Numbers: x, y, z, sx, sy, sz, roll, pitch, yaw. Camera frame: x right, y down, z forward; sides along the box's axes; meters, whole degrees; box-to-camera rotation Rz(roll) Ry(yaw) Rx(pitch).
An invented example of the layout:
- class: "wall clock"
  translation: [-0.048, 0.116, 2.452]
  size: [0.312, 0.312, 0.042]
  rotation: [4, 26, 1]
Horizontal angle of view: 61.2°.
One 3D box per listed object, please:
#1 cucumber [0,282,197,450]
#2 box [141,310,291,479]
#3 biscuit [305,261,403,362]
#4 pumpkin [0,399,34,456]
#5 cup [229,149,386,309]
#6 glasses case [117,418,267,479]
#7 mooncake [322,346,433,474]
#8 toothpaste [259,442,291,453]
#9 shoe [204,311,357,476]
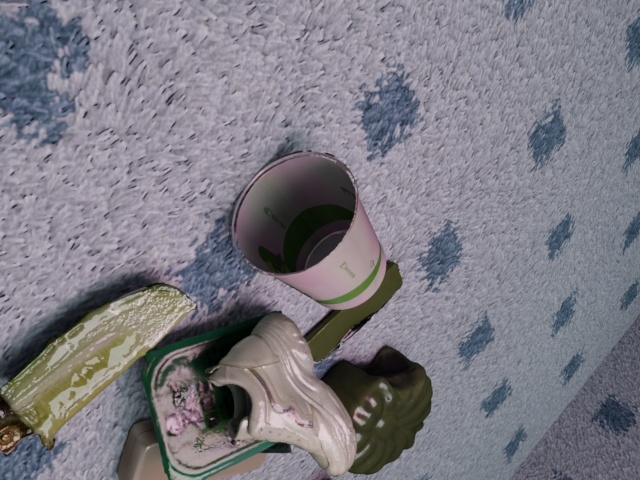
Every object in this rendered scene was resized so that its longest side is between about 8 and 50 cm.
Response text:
- class: "cucumber"
  translation: [-0.370, 0.183, 0.923]
  size: [0.325, 0.105, 0.145]
  rotation: [-41, 107, -16]
- class: "box"
  translation: [-0.191, 0.306, 1.099]
  size: [0.337, 0.106, 0.264]
  rotation: [-13, 89, -35]
- class: "biscuit"
  translation: [0.085, 0.179, 1.358]
  size: [0.322, 0.038, 0.099]
  rotation: [-40, 130, -16]
- class: "pumpkin"
  translation: [-0.524, 0.306, 0.905]
  size: [0.073, 0.035, 0.101]
  rotation: [-41, 131, -32]
- class: "cup"
  translation: [0.000, 0.000, 1.055]
  size: [0.253, 0.253, 0.274]
  rotation: [-52, 144, -6]
- class: "glasses case"
  translation: [-0.258, 0.453, 1.185]
  size: [0.336, 0.076, 0.144]
  rotation: [9, 108, -44]
- class: "mooncake"
  translation: [0.140, 0.466, 1.466]
  size: [0.351, 0.187, 0.351]
  rotation: [-23, 128, -33]
- class: "toothpaste"
  translation: [-0.077, 0.418, 1.226]
  size: [0.297, 0.075, 0.048]
  rotation: [-24, 111, -82]
- class: "shoe"
  translation: [-0.081, 0.331, 1.034]
  size: [0.211, 0.132, 0.342]
  rotation: [-32, 95, -32]
